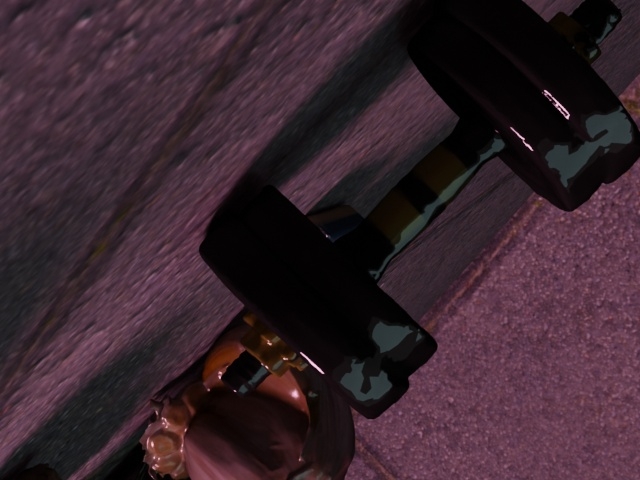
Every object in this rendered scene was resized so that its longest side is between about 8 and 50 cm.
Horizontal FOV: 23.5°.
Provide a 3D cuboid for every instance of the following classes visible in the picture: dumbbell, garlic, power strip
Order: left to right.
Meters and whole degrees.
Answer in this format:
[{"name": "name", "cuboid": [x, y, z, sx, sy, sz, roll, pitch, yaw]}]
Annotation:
[{"name": "garlic", "cuboid": [-0.079, 0.197, 1.452, 0.207, 0.207, 0.256, -48, -179, 17]}, {"name": "power strip", "cuboid": [0.000, 0.000, 1.402, 0.056, 0.032, 0.123, -49, 170, 17]}, {"name": "dumbbell", "cuboid": [0.072, -0.031, 1.106, 0.388, 0.185, 0.185, -45, 171, 1]}]

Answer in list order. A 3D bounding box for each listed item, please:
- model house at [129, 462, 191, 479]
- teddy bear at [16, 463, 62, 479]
[{"name": "model house", "cuboid": [-0.147, 0.308, 1.682, 0.243, 0.204, 0.211, -29, 172, 4]}, {"name": "teddy bear", "cuboid": [-0.247, 0.304, 1.257, 0.256, 0.156, 0.267, 124, -26, -53]}]
